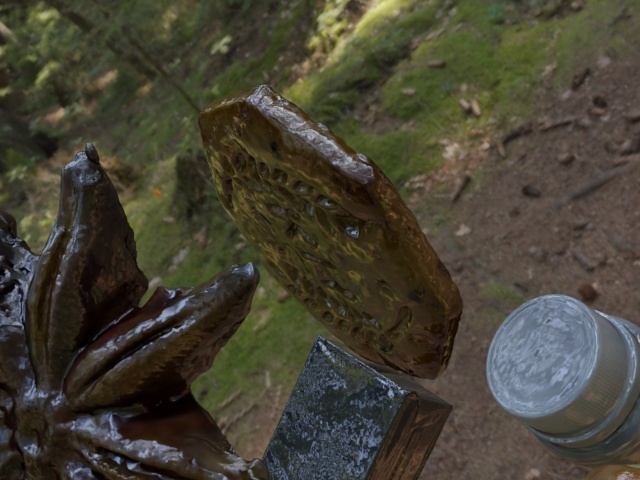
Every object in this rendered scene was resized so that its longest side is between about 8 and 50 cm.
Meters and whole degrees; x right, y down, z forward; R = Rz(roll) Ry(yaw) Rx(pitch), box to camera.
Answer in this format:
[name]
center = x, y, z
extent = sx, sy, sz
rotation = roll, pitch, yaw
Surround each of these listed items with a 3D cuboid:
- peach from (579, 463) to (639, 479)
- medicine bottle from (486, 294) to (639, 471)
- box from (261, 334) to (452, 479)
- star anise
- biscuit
[peach]
center = 0.403, 0.418, 1.042
extent = 0.232, 0.232, 0.257
rotation = 13, 84, 56
[medicine bottle]
center = 0.435, 0.235, 1.294
extent = 0.245, 0.306, 0.245
rotation = -32, 42, 34
[box]
center = 0.064, 0.408, 1.659
extent = 0.251, 0.204, 0.345
rotation = 28, 94, 37
[star anise]
center = -0.108, 0.084, 0.410
extent = 0.272, 0.102, 0.272
rotation = 3, 96, 30
[biscuit]
center = -0.001, 0.000, 0.815
extent = 0.046, 0.359, 0.359
rotation = -41, 27, -22
